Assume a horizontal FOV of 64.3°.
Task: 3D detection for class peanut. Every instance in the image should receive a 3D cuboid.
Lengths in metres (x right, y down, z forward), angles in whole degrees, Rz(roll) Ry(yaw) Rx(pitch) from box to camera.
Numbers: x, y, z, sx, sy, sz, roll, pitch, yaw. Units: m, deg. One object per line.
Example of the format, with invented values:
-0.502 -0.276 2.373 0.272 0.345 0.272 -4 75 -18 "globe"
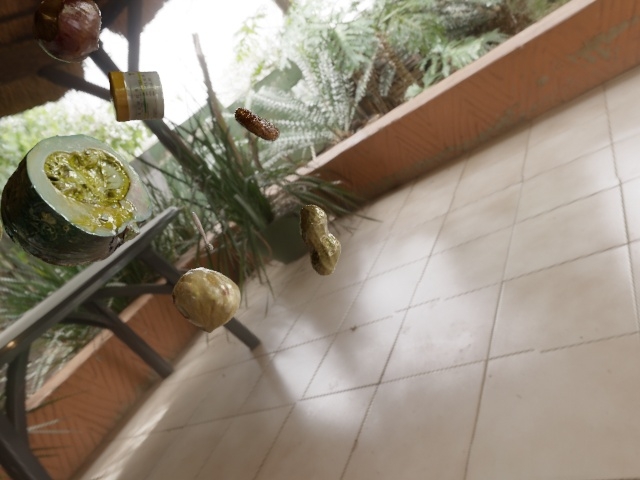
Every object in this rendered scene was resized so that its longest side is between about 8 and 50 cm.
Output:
0.000 0.000 1.811 0.125 0.274 0.111 -13 23 16 "peanut"

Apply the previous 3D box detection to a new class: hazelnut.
-0.436 0.233 1.963 0.261 0.261 0.241 -19 61 48 "hazelnut"
-0.727 -0.608 1.453 0.202 0.170 0.160 -21 16 41 "hazelnut"

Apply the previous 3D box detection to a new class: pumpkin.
-0.526 -0.061 1.084 0.197 0.263 0.293 -41 1 24 "pumpkin"

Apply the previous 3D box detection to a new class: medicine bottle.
-0.896 -0.705 2.484 0.232 0.237 0.238 -11 5 -22 "medicine bottle"

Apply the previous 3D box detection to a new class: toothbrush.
-0.557 -0.039 2.401 0.025 0.030 0.307 -51 -24 -24 "toothbrush"

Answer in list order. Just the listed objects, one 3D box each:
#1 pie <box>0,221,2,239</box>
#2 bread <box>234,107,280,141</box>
-0.917 0.027 1.244 0.302 0.067 0.302 -55 -3 -5 "pie"
-0.232 -0.433 1.883 0.064 0.193 0.193 -57 10 15 "bread"
